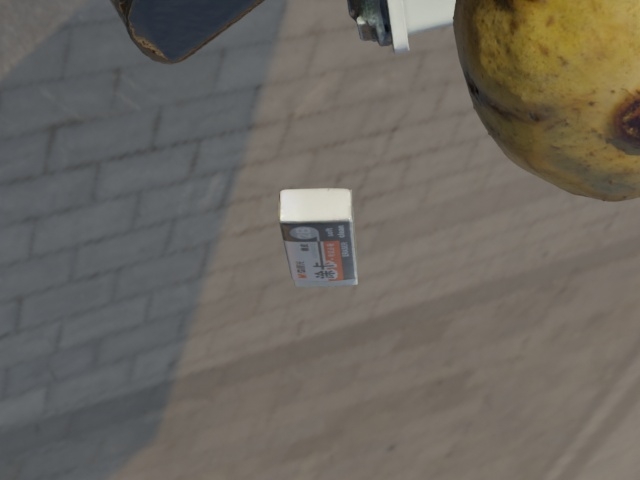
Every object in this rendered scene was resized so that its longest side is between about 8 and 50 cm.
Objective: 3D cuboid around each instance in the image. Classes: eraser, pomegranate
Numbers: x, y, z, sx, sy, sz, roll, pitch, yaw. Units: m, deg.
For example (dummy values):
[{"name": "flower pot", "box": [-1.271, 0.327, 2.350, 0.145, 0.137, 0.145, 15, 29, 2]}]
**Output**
[{"name": "eraser", "box": [0.000, 0.000, 0.904, 0.052, 0.029, 0.122, -1, 156, 4]}, {"name": "pomegranate", "box": [0.244, -0.175, 1.015, 0.281, 0.281, 0.281, -28, 150, -17]}]

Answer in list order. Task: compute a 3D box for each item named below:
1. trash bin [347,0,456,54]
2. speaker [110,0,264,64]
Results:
[{"name": "trash bin", "box": [0.203, -0.408, 1.526, 0.368, 0.296, 0.255, -8, 121, 5]}, {"name": "speaker", "box": [-0.058, -0.310, 0.952, 0.388, 0.180, 0.184, -33, 172, 25]}]
